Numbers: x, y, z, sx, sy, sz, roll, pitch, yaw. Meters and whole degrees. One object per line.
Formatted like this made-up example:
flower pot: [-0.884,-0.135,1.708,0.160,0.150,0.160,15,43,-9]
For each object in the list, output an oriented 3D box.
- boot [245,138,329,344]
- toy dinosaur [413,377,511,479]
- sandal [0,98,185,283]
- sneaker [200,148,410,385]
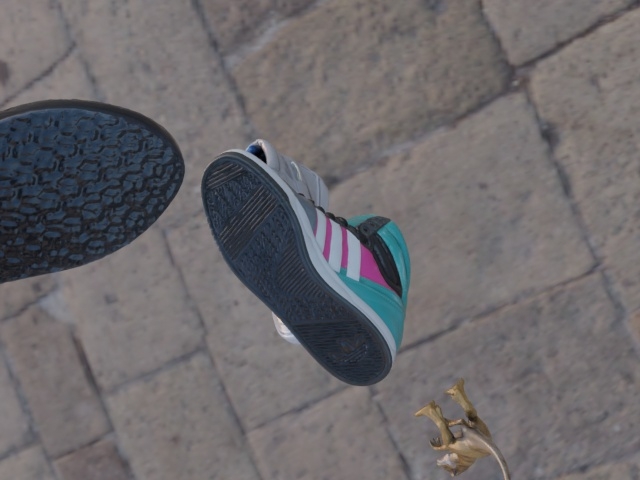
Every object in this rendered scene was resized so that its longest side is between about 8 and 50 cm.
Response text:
boot: [-0.054,-0.003,1.662,0.095,0.123,0.258,-32,40,28]
toy dinosaur: [0.161,0.207,1.461,0.112,0.064,0.211,53,168,4]
sandal: [-0.341,-0.029,1.288,0.445,0.107,0.168,-21,127,8]
sneaker: [0.000,0.000,1.528,0.123,0.178,0.295,-31,102,28]
